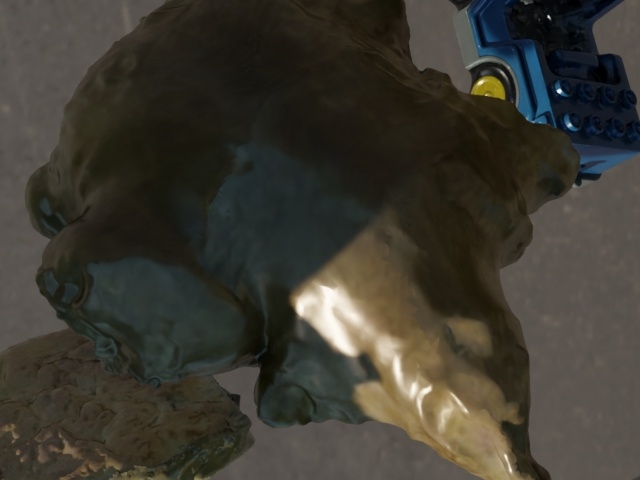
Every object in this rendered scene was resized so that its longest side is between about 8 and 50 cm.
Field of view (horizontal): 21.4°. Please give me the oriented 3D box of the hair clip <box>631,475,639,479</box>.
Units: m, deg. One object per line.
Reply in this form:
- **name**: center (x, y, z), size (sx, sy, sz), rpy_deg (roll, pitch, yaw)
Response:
- **hair clip**: center (0.106, 0.275, 0.644), size (0.238, 0.318, 0.392), rpy_deg (44, 160, -3)

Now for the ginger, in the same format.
- **ginger**: center (0.000, 0.000, 0.680), size (0.218, 0.270, 0.123), rpy_deg (-26, 143, -11)

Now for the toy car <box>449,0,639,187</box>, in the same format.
- **toy car**: center (0.141, -0.126, 1.013), size (0.097, 0.191, 0.100), rpy_deg (3, 157, -44)

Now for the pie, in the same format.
- **pie**: center (-0.152, 0.113, 1.095), size (0.185, 0.218, 0.052), rpy_deg (-15, 119, -20)
